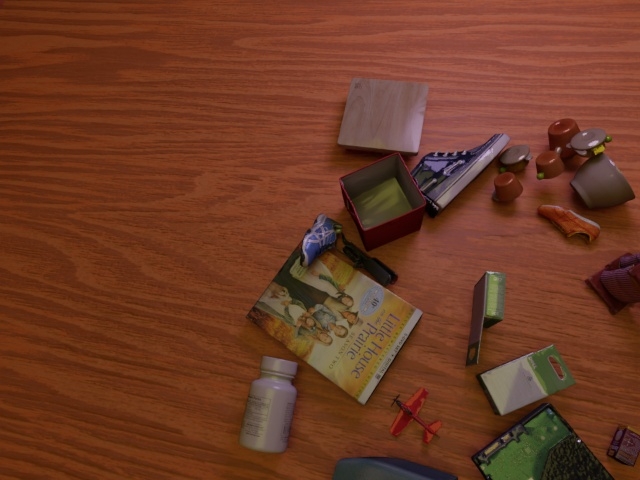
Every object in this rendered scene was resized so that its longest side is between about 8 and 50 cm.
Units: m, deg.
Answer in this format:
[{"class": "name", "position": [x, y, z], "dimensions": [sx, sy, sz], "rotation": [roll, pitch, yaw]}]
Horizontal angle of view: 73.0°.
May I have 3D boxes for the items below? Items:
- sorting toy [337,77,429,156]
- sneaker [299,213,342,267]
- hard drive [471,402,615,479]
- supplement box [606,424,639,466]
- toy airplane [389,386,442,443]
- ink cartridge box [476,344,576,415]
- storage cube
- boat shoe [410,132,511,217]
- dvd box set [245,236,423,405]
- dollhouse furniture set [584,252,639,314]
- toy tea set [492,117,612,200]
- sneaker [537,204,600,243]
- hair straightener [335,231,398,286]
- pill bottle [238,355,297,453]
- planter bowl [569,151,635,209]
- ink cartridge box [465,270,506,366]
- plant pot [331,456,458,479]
[{"class": "sorting toy", "position": [0.208, -0.392, 1.423], "dimensions": [0.255, 0.089, 0.257], "rotation": [9, 72, 12]}, {"class": "sneaker", "position": [0.000, 0.000, 1.261], "dimensions": [0.081, 0.080, 0.211], "rotation": [20, 48, 11]}, {"class": "hard drive", "position": [0.549, 0.585, 0.985], "dimensions": [0.237, 0.064, 0.339], "rotation": [-35, 68, -5]}, {"class": "supplement box", "position": [0.742, 0.497, 1.050], "dimensions": [0.043, 0.055, 0.083], "rotation": [28, 77, 18]}, {"class": "toy airplane", "position": [0.254, 0.474, 1.148], "dimensions": [0.151, 0.028, 0.151], "rotation": [-3, 72, 9]}, {"class": "ink cartridge box", "position": [0.530, 0.362, 1.125], "dimensions": [0.209, 0.062, 0.109], "rotation": [-23, 69, 0]}, {"class": "storage cube", "position": [0.183, -0.106, 1.273], "dimensions": [0.215, 0.193, 0.184], "rotation": [-23, 69, -1]}, {"class": "boat shoe", "position": [0.409, -0.238, 1.316], "dimensions": [0.340, 0.127, 0.158], "rotation": [-43, 78, -6]}, {"class": "dvd box set", "position": [0.036, 0.221, 1.252], "dimensions": [0.420, 0.062, 0.308], "rotation": [33, 79, 18]}, {"class": "dollhouse furniture set", "position": [0.887, 0.193, 1.064], "dimensions": [0.152, 0.201, 0.374], "rotation": [-35, 76, -4]}, {"class": "toy tea set", "position": [0.663, -0.222, 1.285], "dimensions": [0.336, 0.124, 0.200], "rotation": [-29, 33, 17]}, {"class": "sneaker", "position": [0.708, -0.050, 1.242], "dimensions": [0.175, 0.064, 0.067], "rotation": [31, 88, 20]}, {"class": "hair straightener", "position": [0.122, 0.051, 1.274], "dimensions": [0.230, 0.089, 0.047], "rotation": [45, 119, 26]}, {"class": "pill bottle", "position": [-0.133, 0.438, 1.167], "dimensions": [0.131, 0.131, 0.229], "rotation": [7, 72, 11]}, {"class": "planter bowl", "position": [0.786, -0.156, 1.227], "dimensions": [0.109, 0.162, 0.162], "rotation": [-34, 67, 24]}, {"class": "ink cartridge box", "position": [0.432, 0.214, 1.134], "dimensions": [0.056, 0.171, 0.235], "rotation": [7, 73, 11]}, {"class": "plant pot", "position": [0.148, 0.631, 1.004], "dimensions": [0.252, 0.247, 0.248], "rotation": [11, 72, 30]}]
